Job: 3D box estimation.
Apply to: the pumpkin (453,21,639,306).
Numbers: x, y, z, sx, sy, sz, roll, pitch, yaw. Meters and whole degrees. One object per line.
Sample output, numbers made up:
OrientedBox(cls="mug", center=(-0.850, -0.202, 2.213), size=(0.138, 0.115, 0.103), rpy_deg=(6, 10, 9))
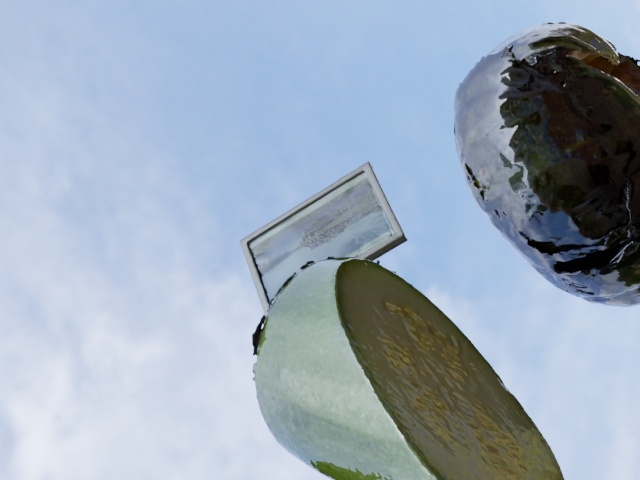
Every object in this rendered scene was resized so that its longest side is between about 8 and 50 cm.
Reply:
OrientedBox(cls="pumpkin", center=(0.271, -0.077, 1.398), size=(0.320, 0.192, 0.320), rpy_deg=(40, -155, -22))

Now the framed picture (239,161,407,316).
OrientedBox(cls="framed picture", center=(0.000, 0.000, 1.273), size=(0.011, 0.149, 0.109), rpy_deg=(51, -169, -44))

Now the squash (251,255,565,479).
OrientedBox(cls="squash", center=(0.087, 0.110, 1.011), size=(0.189, 0.260, 0.189), rpy_deg=(-3, -85, -35))
